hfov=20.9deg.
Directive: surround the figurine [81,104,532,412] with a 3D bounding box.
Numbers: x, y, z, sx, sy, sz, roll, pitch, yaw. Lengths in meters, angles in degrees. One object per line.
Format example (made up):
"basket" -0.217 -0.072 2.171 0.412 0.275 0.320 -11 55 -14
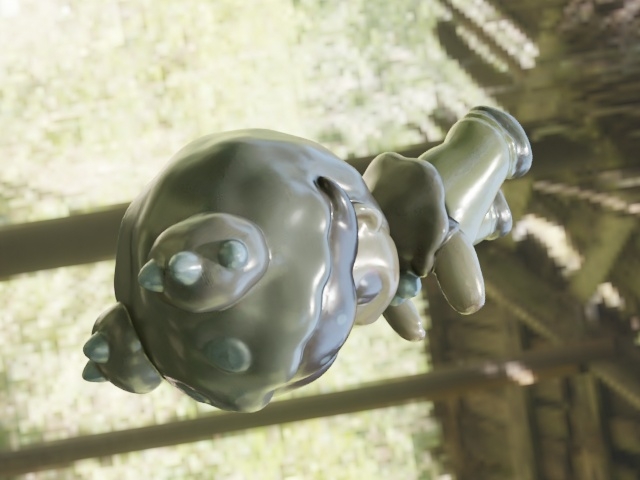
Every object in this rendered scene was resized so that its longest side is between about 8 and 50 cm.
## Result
"figurine" 0.001 0.000 1.333 0.203 0.381 0.248 64 -32 10
